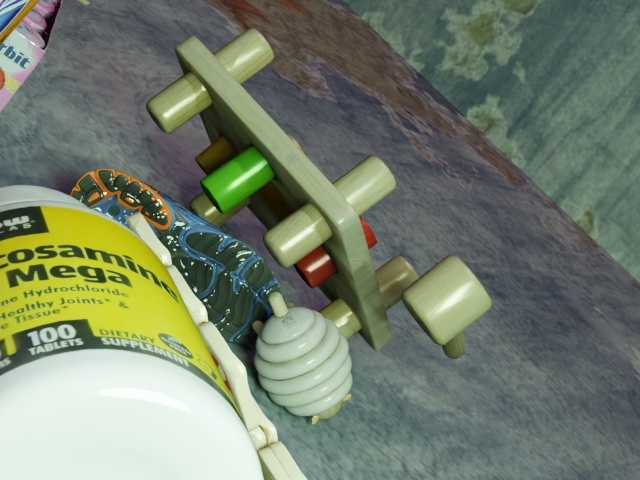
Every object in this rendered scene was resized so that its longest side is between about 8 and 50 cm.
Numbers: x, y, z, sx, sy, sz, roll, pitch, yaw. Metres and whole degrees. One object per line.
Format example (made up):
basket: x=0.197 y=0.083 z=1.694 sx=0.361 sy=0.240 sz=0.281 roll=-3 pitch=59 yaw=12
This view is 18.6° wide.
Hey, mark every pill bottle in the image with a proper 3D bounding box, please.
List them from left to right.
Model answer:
pill bottle: x=-0.157 y=0.089 z=1.133 sx=0.188 sy=0.188 sz=0.334 roll=32 pitch=10 yaw=-26

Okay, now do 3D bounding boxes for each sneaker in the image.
sneaker: x=-0.119 y=0.006 z=1.698 sx=0.221 sy=0.083 sz=0.087 roll=40 pitch=7 yaw=-12

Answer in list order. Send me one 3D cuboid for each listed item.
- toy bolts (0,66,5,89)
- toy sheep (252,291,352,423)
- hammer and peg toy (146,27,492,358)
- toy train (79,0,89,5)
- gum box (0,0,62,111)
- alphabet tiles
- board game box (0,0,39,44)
toy bolts: x=-0.344 y=-0.180 z=1.504 sx=0.158 sy=0.218 sz=0.228 roll=38 pitch=-4 yaw=17
toy sheep: x=-0.017 y=0.098 z=1.650 sx=0.132 sy=0.091 sz=0.091 roll=60 pitch=5 yaw=-27
hammer and peg toy: x=0.000 y=0.000 z=1.761 sx=0.361 sy=0.127 sz=0.266 roll=48 pitch=-12 yaw=27
toy train: x=-0.347 y=-0.272 z=1.924 sx=0.143 sy=0.105 sz=0.248 roll=31 pitch=12 yaw=20
gum box: x=-0.289 y=-0.169 z=1.728 sx=0.062 sy=0.107 sz=0.188 roll=36 pitch=16 yaw=-14
alphabet tiles: x=-0.063 y=0.116 z=1.326 sx=0.284 sy=0.021 sz=0.278 roll=54 pitch=-15 yaw=41
board game box: x=-0.313 y=-0.192 z=0.886 sx=0.356 sy=0.356 sz=0.356 roll=42 pitch=12 yaw=-5
